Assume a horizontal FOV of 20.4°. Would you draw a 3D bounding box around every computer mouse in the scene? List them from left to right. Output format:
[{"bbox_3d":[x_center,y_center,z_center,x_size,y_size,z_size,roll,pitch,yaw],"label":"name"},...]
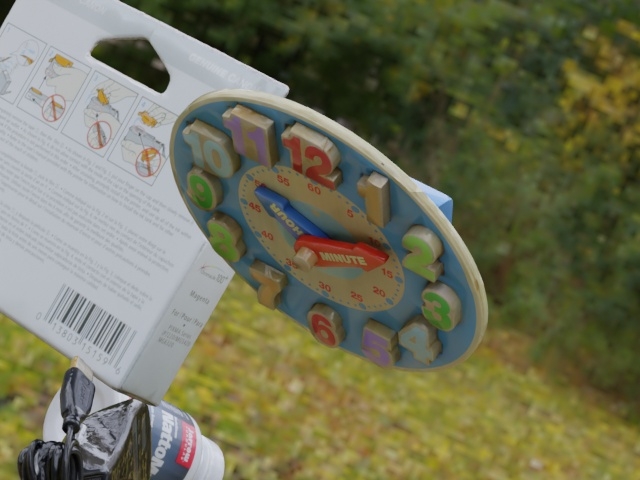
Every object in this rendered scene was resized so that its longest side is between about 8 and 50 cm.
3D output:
[{"bbox_3d":[-0.173,0.156,1.255,0.060,0.184,0.262,1,23,6],"label":"computer mouse"}]

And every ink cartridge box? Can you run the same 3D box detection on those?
[{"bbox_3d":[-0.166,-0.048,1.296,0.275,0.239,0.060,30,-2,33],"label":"ink cartridge box"}]

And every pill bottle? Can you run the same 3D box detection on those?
[{"bbox_3d":[-0.183,0.209,1.806,0.108,0.108,0.180,28,-5,46],"label":"pill bottle"}]

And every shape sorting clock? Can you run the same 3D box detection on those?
[{"bbox_3d":[0.000,0.000,0.972,0.206,0.040,0.206,28,-34,21],"label":"shape sorting clock"}]
